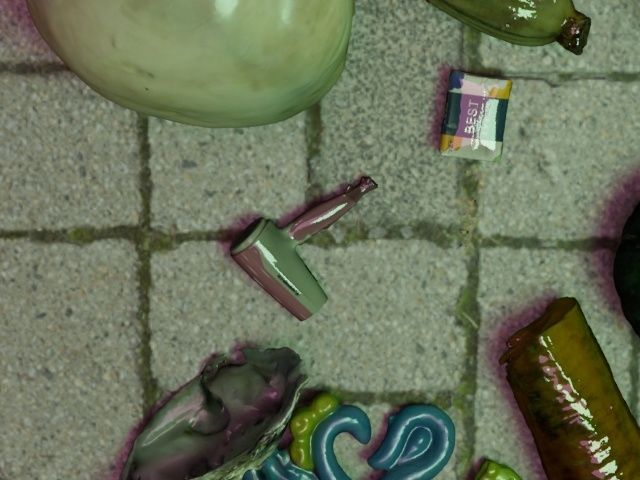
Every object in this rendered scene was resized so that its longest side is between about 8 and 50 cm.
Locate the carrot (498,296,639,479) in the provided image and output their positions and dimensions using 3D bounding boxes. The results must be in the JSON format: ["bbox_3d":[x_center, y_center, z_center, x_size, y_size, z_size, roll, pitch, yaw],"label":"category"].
[{"bbox_3d":[0.269,0.211,1.287,0.114,0.114,0.302,-26,94,6],"label":"carrot"}]

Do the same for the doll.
[{"bbox_3d":[0.046,0.329,1.316,0.341,0.099,0.346,43,93,-3],"label":"doll"}]

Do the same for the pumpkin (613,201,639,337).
[{"bbox_3d":[0.385,0.026,1.233,0.211,0.152,0.211,0,96,-3],"label":"pumpkin"}]

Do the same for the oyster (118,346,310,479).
[{"bbox_3d":[-0.112,0.206,1.286,0.087,0.199,0.252,32,82,-37],"label":"oyster"}]

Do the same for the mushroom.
[{"bbox_3d":[-0.098,-0.269,1.145,0.314,0.314,0.336,12,77,0],"label":"mushroom"}]

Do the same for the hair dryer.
[{"bbox_3d":[-0.003,-0.007,1.295,0.106,0.054,0.154,44,93,-9],"label":"hair dryer"}]

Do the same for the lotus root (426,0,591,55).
[{"bbox_3d":[0.173,-0.233,1.230,0.183,0.090,0.077,25,87,1],"label":"lotus root"}]

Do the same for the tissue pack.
[{"bbox_3d":[0.151,-0.121,1.273,0.062,0.042,0.083,8,99,-2],"label":"tissue pack"}]
